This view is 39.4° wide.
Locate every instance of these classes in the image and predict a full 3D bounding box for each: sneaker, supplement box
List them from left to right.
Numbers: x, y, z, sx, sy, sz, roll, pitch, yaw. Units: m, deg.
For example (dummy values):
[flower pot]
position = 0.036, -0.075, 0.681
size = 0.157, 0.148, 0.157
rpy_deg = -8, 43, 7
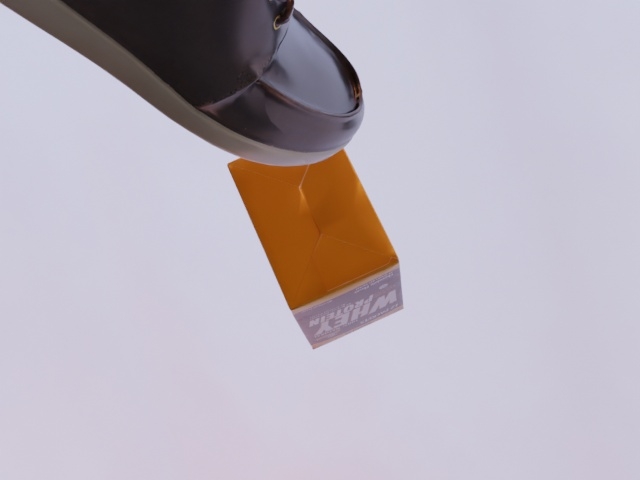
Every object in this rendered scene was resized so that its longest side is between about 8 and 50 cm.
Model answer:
[sneaker]
position = -0.028, -0.109, 0.349
size = 0.118, 0.222, 0.083
rpy_deg = -34, -126, 27
[supplement box]
position = 0.000, 0.000, 1.059
size = 0.129, 0.194, 0.191
rpy_deg = -24, -110, -2
